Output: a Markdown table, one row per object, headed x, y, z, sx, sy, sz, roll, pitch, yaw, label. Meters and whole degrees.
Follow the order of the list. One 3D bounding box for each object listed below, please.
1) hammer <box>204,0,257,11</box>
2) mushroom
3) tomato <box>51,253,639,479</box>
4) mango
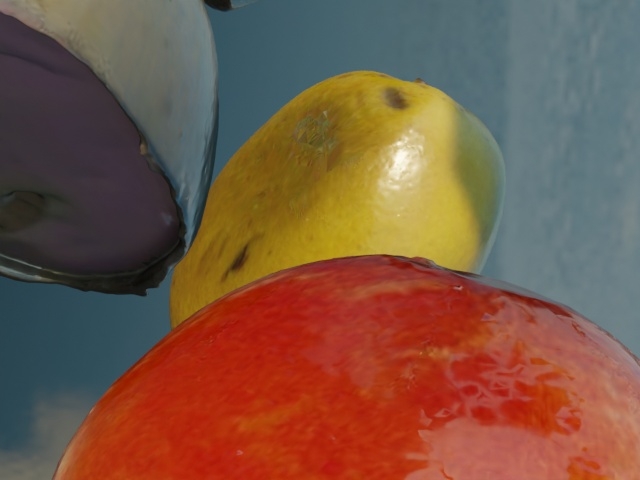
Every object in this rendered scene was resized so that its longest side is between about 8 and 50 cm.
| x | y | z | sx | sy | sz | roll | pitch | yaw | label |
| --- | --- | --- | --- | --- | --- | --- | --- | --- | --- |
| 0.053 | -0.291 | 1.000 | 0.095 | 0.242 | 0.409 | 63 | -22 | 25 | hammer |
| -0.101 | -0.067 | 0.641 | 0.117 | 0.141 | 0.188 | -59 | 145 | -28 | mushroom |
| 0.021 | 0.051 | 0.381 | 0.159 | 0.139 | 0.091 | 2 | 101 | -60 | tomato |
| 0.000 | 0.000 | 0.890 | 0.098 | 0.195 | 0.137 | 29 | 31 | -43 | mango |
